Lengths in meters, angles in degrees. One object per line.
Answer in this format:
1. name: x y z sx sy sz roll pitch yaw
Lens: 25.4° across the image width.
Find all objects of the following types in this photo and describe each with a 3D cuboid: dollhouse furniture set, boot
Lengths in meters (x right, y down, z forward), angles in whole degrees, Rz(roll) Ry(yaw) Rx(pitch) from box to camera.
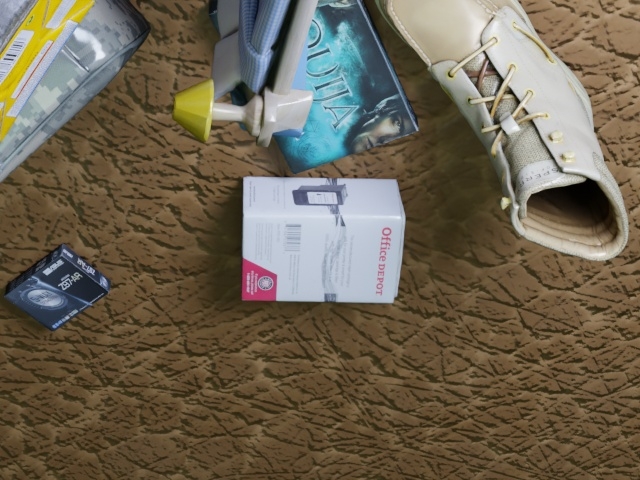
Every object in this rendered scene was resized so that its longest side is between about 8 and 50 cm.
1. dollhouse furniture set: -0.077 -0.257 0.943 0.198 0.303 0.286 7 152 -9
2. boot: 0.152 -0.110 1.177 0.095 0.203 0.262 -35 124 23

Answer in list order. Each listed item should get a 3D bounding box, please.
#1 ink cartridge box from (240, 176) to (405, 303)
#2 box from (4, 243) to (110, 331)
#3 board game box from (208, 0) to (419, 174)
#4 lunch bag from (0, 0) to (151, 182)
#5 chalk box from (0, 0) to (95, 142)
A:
1. ink cartridge box: 0.000 0.000 1.354 0.151 0.063 0.109 1 129 -4
2. box: -0.261 0.048 1.411 0.083 0.018 0.067 -33 124 23
3. board game box: -0.003 -0.152 1.253 0.126 0.026 0.186 -19 128 13
4. lunch bag: -0.315 -0.163 1.097 0.305 0.212 0.256 -39 104 12
5. chalk box: -0.279 -0.173 0.927 0.213 0.132 0.132 36 96 1
